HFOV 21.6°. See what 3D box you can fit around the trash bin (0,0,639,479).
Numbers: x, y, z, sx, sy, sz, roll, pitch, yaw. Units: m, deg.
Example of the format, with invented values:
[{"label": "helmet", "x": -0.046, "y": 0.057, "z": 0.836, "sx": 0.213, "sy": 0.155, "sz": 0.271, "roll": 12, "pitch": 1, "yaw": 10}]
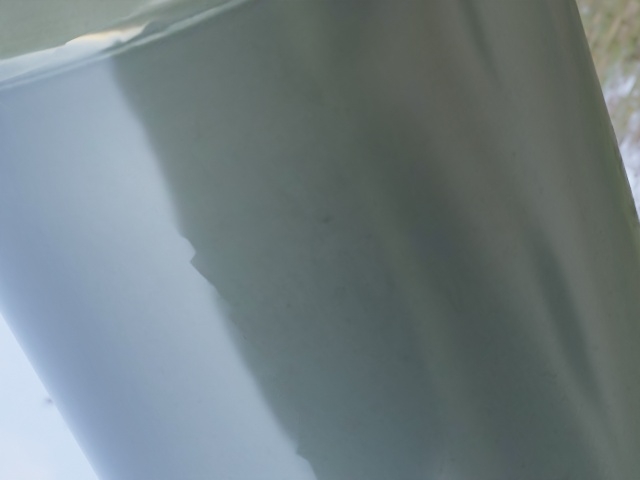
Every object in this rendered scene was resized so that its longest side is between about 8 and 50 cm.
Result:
[{"label": "trash bin", "x": 0.000, "y": 0.000, "z": 0.706, "sx": 0.280, "sy": 0.432, "sz": 0.280, "roll": -20, "pitch": -158, "yaw": 9}]
